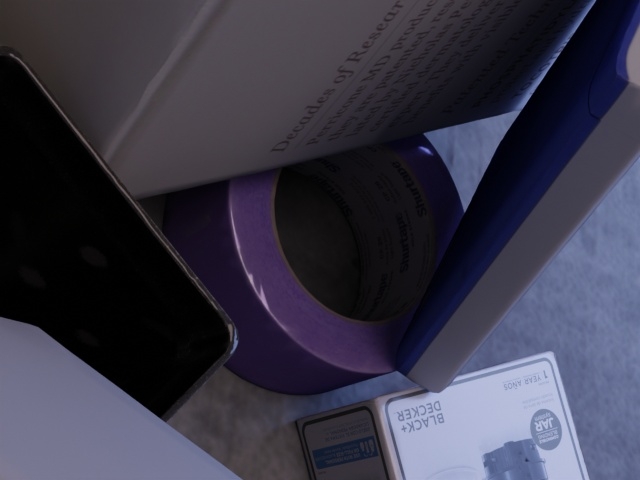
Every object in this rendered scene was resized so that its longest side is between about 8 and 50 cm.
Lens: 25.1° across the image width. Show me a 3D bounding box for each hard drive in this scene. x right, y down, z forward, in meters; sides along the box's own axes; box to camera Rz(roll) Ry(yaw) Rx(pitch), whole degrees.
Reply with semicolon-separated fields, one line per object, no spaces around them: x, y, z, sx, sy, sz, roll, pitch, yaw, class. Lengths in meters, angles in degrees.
0.141;-0.065;0.793;0.040;0.318;0.210;29;58;1;hard drive

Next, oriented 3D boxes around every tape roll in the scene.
0.000;0.000;0.918;0.189;0.080;0.189;13;67;-35;tape roll

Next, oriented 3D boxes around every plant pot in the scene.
-0.190;0.051;0.700;0.188;0.167;0.187;52;52;-11;plant pot

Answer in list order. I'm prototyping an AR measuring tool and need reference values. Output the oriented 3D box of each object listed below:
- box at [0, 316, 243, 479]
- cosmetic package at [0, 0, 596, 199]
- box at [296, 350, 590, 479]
-0.155;0.214;0.473;0.345;0.215;0.168;-59;154;3;box
0.007;-0.267;0.800;0.394;0.327;0.329;-16;67;-41;cosmetic package
0.105;0.231;0.916;0.169;0.087;0.289;-11;81;-39;box
